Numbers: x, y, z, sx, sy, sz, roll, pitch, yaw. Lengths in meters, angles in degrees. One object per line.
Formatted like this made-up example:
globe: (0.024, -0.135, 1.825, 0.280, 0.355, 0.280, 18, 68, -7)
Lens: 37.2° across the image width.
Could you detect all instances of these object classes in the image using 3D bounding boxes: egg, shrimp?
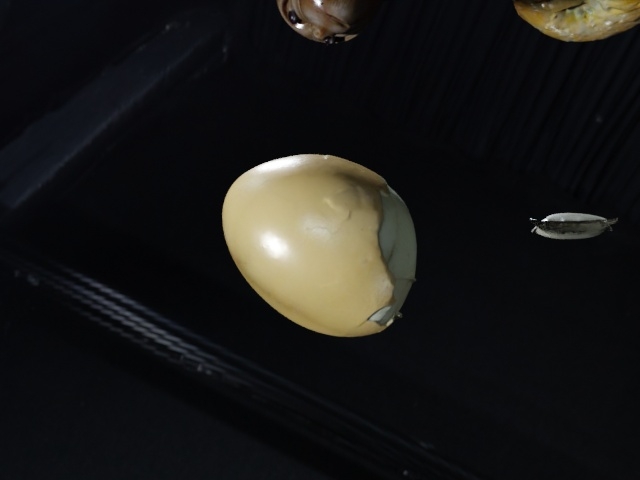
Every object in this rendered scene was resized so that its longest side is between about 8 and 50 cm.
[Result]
egg: (0.000, 0.000, 1.120, 0.244, 0.201, 0.201, 26, -141, -5)
shrimp: (0.254, -0.271, 0.946, 0.287, 0.152, 0.062, 26, -123, -57)

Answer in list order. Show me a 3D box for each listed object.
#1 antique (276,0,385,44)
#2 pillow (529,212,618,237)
antique: (0.001, -0.285, 0.842, 0.121, 0.143, 0.256, -2, -120, -25)
pillow: (0.393, -0.023, 1.483, 0.131, 0.038, 0.233, 1, 178, 13)
